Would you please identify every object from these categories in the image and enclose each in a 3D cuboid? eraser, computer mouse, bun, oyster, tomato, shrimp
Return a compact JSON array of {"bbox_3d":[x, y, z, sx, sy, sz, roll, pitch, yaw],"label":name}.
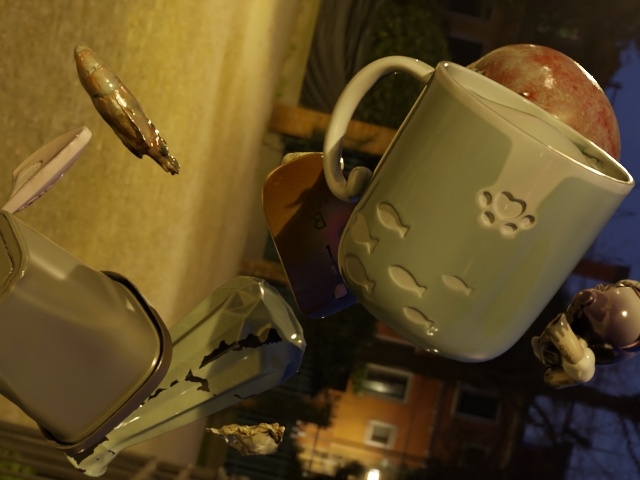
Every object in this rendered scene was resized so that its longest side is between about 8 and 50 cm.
[{"bbox_3d":[-0.589,-0.159,2.390,0.243,0.059,0.204,-35,-154,13],"label":"eraser"},{"bbox_3d":[0.000,0.000,1.863,0.072,0.158,0.310,48,-20,57],"label":"computer mouse"},{"bbox_3d":[-0.015,-0.126,2.002,0.115,0.115,0.069,-69,161,-86],"label":"bun"},{"bbox_3d":[-0.127,0.361,1.989,0.108,0.166,0.053,57,49,-34],"label":"oyster"},{"bbox_3d":[0.265,-0.125,1.555,0.317,0.282,0.316,-43,-157,23],"label":"tomato"},{"bbox_3d":[-0.315,-0.200,1.741,0.059,0.254,0.145,-39,-171,-7],"label":"shrimp"}]

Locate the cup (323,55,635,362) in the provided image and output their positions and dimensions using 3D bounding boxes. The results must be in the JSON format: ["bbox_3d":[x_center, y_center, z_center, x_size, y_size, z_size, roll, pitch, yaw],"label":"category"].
[{"bbox_3d":[0.138,-0.051,1.277,0.259,0.357,0.274,0,125,-59],"label":"cup"}]

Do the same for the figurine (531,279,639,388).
[{"bbox_3d":[0.439,0.132,1.670,0.222,0.145,0.145,-33,158,-24],"label":"figurine"}]

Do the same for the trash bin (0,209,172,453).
[{"bbox_3d":[-0.363,0.110,1.418,0.220,0.250,0.219,-44,-138,1],"label":"trash bin"}]

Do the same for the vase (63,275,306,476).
[{"bbox_3d":[-0.198,0.197,1.538,0.360,0.165,0.165,-33,-169,12],"label":"vase"}]
